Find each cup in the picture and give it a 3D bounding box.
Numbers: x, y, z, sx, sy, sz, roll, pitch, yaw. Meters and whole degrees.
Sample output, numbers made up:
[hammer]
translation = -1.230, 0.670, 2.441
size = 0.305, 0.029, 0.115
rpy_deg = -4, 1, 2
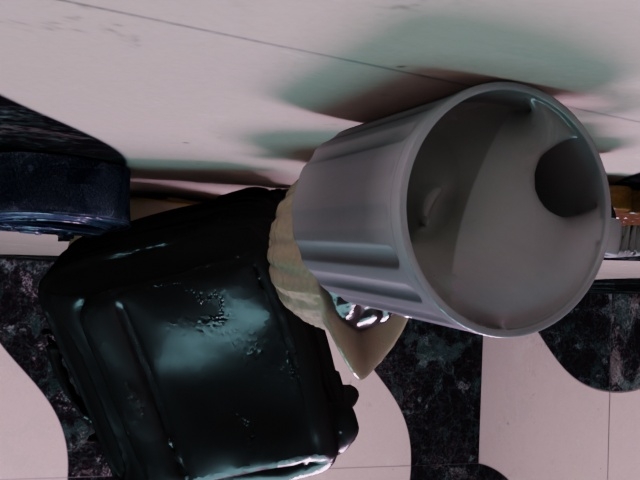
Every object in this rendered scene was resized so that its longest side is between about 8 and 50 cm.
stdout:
[cup]
translation = 0.102, -0.005, 0.776
size = 0.221, 0.167, 0.202
rpy_deg = 40, 164, -21

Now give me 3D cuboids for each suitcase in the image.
[suitcase]
translation = -0.147, 0.132, 1.259
size = 0.339, 0.345, 0.188
rpy_deg = -14, -159, 9

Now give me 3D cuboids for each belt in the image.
[belt]
translation = -0.298, -0.045, 1.137
size = 0.190, 0.082, 0.141
rpy_deg = 5, 169, -44

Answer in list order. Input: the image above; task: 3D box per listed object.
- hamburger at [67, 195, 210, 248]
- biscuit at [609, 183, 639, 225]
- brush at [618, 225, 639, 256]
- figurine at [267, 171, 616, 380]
[hamburger]
translation = -0.211, 0.034, 1.450
size = 0.294, 0.179, 0.276
rpy_deg = 7, 175, -42
[biscuit]
translation = 0.286, -0.039, 1.139
size = 0.236, 0.039, 0.180
rpy_deg = 4, 173, -27
[brush]
translation = 0.280, -0.019, 1.264
size = 0.327, 0.065, 0.070
rpy_deg = 6, 177, -21
[figurine]
translation = 0.099, -0.017, 0.989
size = 0.332, 0.205, 0.185
rpy_deg = -33, 155, 28
